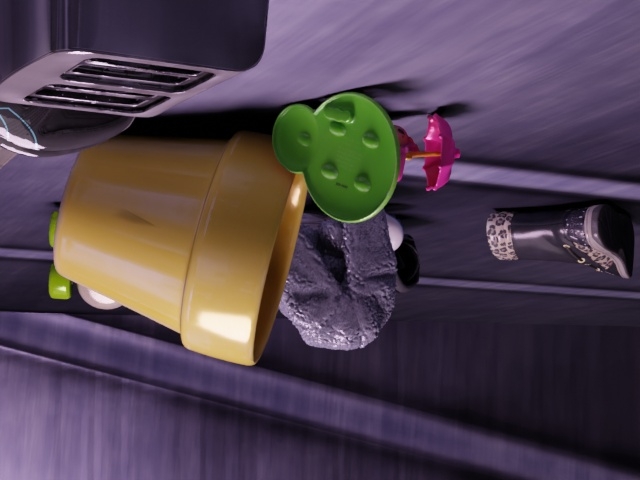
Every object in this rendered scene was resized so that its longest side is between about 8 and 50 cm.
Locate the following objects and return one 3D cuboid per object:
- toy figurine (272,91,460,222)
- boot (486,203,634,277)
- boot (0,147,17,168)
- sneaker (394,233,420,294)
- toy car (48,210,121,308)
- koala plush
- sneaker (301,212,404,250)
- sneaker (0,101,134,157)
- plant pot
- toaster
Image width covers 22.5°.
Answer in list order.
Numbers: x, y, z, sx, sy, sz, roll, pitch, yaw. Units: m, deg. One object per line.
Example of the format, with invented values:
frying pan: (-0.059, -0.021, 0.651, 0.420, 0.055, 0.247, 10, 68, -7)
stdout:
toy figurine: (0.064, -0.093, 1.661, 0.173, 0.130, 0.159, 21, -163, 39)
boot: (0.357, 0.001, 2.347, 0.178, 0.085, 0.236, -2, 165, 24)
boot: (-0.343, -0.061, 1.606, 0.246, 0.161, 0.083, -1, 172, 5)
sneaker: (0.089, 0.039, 2.426, 0.147, 0.105, 0.296, -14, -175, 15)
toy car: (-0.300, 0.001, 2.303, 0.155, 0.149, 0.188, 3, -160, -2)
koala plush: (-0.005, 0.057, 2.155, 0.196, 0.203, 0.221, -18, 176, -18)
sneaker: (0.000, 0.000, 2.265, 0.237, 0.085, 0.086, -1, -154, 11)
sneaker: (-0.248, -0.134, 1.227, 0.267, 0.101, 0.106, 13, 158, -35)
plant pot: (-0.154, -0.013, 1.763, 0.239, 0.254, 0.254, 15, 173, 5)
toaster: (-0.143, -0.160, 1.120, 0.185, 0.110, 0.168, 5, 170, -30)
